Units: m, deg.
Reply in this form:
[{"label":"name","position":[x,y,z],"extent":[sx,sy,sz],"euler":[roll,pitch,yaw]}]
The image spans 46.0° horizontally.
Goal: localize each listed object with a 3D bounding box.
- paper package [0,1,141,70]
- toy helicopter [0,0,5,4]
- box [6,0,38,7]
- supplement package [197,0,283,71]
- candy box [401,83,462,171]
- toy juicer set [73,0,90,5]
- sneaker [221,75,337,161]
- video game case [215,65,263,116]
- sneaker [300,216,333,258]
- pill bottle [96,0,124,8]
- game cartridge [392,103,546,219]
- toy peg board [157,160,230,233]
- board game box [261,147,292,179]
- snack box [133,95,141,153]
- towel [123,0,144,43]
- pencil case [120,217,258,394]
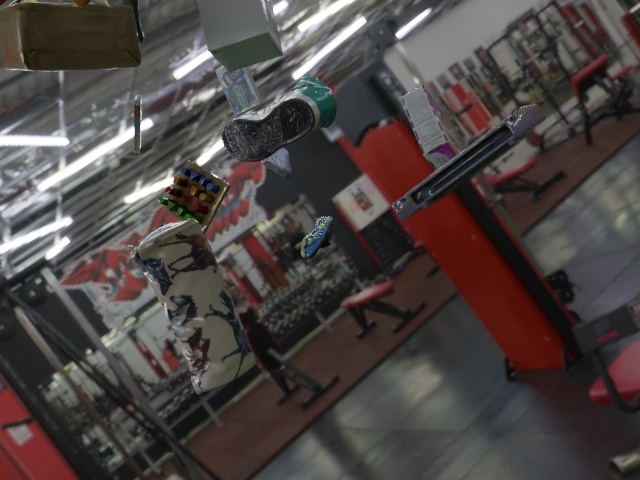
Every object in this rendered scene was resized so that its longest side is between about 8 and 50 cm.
[{"label":"paper package","position":[-0.680,-0.542,2.021],"extent":[0.309,0.168,0.324],"euler":[-9,16,-31]},{"label":"toy helicopter","position":[-0.733,-0.738,1.877],"extent":[0.354,0.235,0.140],"euler":[-6,-24,15]},{"label":"box","position":[-0.911,-0.693,2.470],"extent":[0.058,0.232,0.087],"euler":[-25,30,23]},{"label":"supplement package","position":[-0.259,-0.712,2.389],"extent":[0.199,0.263,0.198],"euler":[-15,-10,10]},{"label":"candy box","position":[0.296,-0.264,1.911],"extent":[0.071,0.159,0.234],"euler":[-30,47,19]},{"label":"toy juicer set","position":[-0.531,-0.599,1.775],"extent":[0.209,0.090,0.329],"euler":[-16,28,-42]},{"label":"sneaker","position":[-0.076,-0.274,1.666],"extent":[0.295,0.124,0.178],"euler":[-12,19,43]},{"label":"video game case","position":[-0.299,-0.563,2.754],"extent":[0.022,0.191,0.173],"euler":[-30,10,-37]},{"label":"sneaker","position":[0.000,0.000,2.269],"extent":[0.067,0.078,0.188],"euler":[-5,31,28]},{"label":"pill bottle","position":[-0.455,-0.522,1.607],"extent":[0.043,0.043,0.083],"euler":[-37,41,-23]},{"label":"game cartridge","position":[0.339,-0.176,1.692],"extent":[0.355,0.068,0.230],"euler":[-38,-9,25]},{"label":"toy peg board","position":[-0.367,-0.128,2.127],"extent":[0.161,0.161,0.079],"euler":[-61,-23,5]},{"label":"board game box","position":[-0.113,-0.209,1.896],"extent":[0.020,0.090,0.090],"euler":[-37,44,30]},{"label":"snack box","position":[-0.593,-0.374,2.444],"extent":[0.064,0.022,0.178],"euler":[-100,17,-52]},{"label":"towel","position":[-0.567,-0.757,2.089],"extent":[0.040,0.271,0.370],"euler":[-26,-18,-20]},{"label":"pencil case","position":[-0.294,0.158,1.750],"extent":[0.183,0.411,0.160],"euler":[-18,12,21]}]
